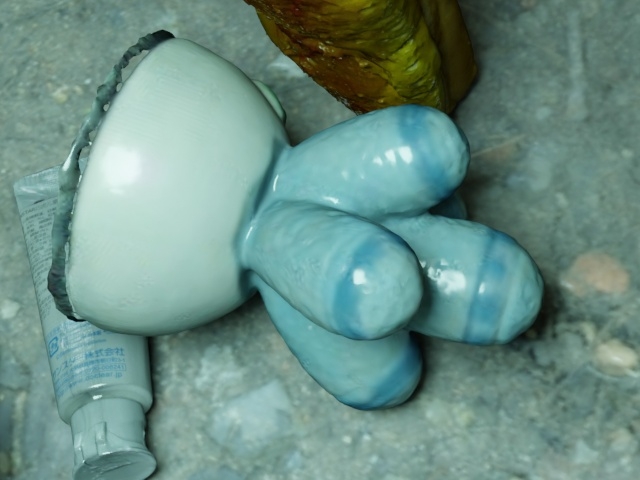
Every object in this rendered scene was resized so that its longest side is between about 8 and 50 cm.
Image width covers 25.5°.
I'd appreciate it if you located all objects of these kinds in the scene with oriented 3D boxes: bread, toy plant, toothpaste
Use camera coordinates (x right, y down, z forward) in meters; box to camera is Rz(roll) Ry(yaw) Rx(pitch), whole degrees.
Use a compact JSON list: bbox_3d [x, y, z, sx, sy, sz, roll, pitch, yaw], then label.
[{"bbox_3d":[0.002,-0.180,1.019,0.185,0.380,0.109,25,84,18],"label":"bread"},{"bbox_3d":[0.000,0.000,1.030,0.332,0.247,0.247,17,74,10],"label":"toy plant"},{"bbox_3d":[-0.187,0.055,1.160,0.114,0.073,0.299,-18,57,7],"label":"toothpaste"}]
